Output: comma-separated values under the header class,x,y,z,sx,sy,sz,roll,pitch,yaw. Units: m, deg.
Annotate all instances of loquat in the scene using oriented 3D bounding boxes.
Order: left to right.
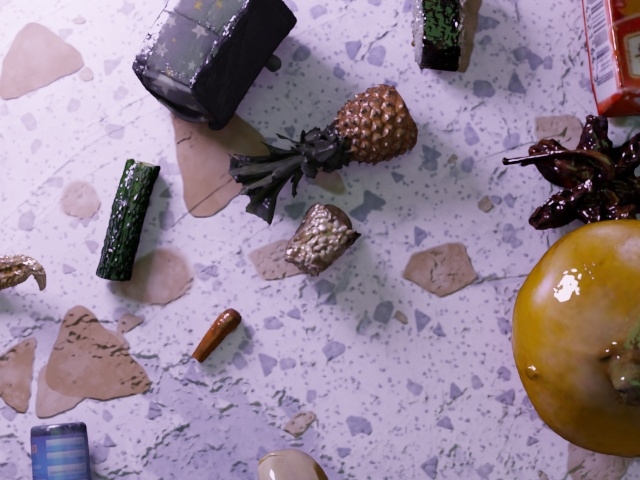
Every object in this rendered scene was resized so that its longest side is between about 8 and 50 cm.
class,x,y,z,sx,sy,sz,roll,pitch,yaw
loquat,0.413,0.139,1.628,0.328,0.359,0.328,4,106,13

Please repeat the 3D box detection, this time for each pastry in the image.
class,x,y,z,sx,sy,sz,roll,pitch,yaw
pastry,-0.030,0.359,1.690,0.092,0.156,0.156,-27,83,1

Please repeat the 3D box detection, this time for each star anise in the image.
class,x,y,z,sx,sy,sz,roll,pitch,yaw
star anise,0.403,-0.085,1.768,0.220,0.126,0.190,-26,86,-6

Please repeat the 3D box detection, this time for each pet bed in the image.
class,x,y,z,sx,sy,sz,roll,pitch,yaw
pet bed,-0.145,-0.271,1.771,0.159,0.183,0.211,29,81,10

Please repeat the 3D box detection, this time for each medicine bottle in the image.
class,x,y,z,sx,sy,sz,roll,pitch,yaw
medicine bottle,-0.365,0.361,1.732,0.083,0.083,0.203,-7,82,0

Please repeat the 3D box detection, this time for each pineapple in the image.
class,x,y,z,sx,sy,sz,roll,pitch,yaw
pineapple,0.004,-0.125,1.777,0.277,0.119,0.130,-24,76,-2

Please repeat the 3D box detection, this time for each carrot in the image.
class,x,y,z,sx,sy,sz,roll,pitch,yaw
carrot,-0.152,0.138,1.788,0.032,0.032,0.093,40,89,6

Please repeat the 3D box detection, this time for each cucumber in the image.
class,x,y,z,sx,sy,sz,roll,pitch,yaw
cucumber,-0.287,-0.030,1.798,0.058,0.058,0.187,14,82,2

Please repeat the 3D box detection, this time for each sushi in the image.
class,x,y,z,sx,sy,sz,roll,pitch,yaw
sushi,0.177,-0.327,1.820,0.078,0.090,0.150,0,80,-4

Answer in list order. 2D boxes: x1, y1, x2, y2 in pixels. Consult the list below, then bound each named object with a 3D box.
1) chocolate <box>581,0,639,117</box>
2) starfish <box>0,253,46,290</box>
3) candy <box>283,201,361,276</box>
class,x,y,z,sx,sy,sz,roll,pitch,yaw
chocolate,0.518,-0.315,1.806,0.235,0.108,0.237,-5,81,-2
starfish,-0.565,0.058,1.787,0.299,0.060,0.302,-33,89,2
candy,0.000,0.000,1.773,0.085,0.095,0.110,38,89,2
